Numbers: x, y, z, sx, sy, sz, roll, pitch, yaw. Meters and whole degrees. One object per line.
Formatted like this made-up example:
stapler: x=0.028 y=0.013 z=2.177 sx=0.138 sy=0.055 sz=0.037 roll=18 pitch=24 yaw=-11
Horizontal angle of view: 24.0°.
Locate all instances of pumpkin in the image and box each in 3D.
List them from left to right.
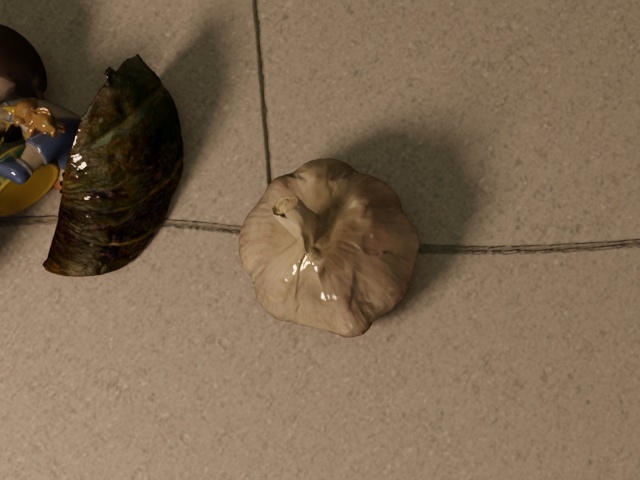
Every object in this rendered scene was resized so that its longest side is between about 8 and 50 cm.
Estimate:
pumpkin: x=-0.243 y=-0.081 z=1.800 sx=0.111 sy=0.163 sz=0.279 roll=27 pitch=81 yaw=14

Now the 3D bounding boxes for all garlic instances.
garlic: x=0.000 y=0.000 z=1.727 sx=0.218 sy=0.212 sz=0.219 roll=-3 pitch=74 yaw=12

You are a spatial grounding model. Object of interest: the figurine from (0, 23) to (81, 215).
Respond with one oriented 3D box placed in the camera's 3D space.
figurine: x=-0.401 y=-0.169 z=1.850 sx=0.158 sy=0.161 sz=0.275 roll=-40 pitch=70 yaw=10
